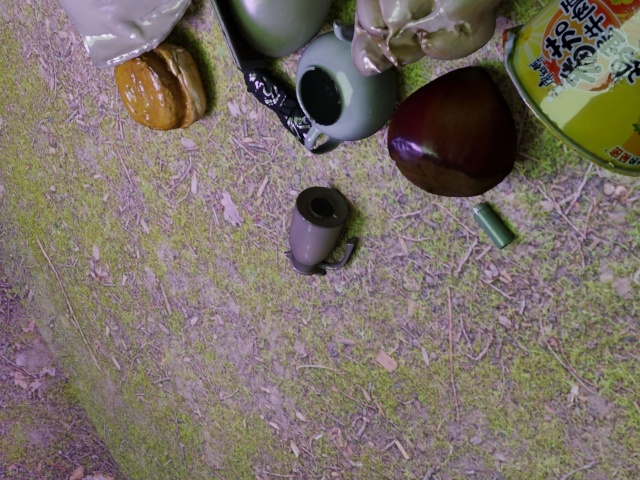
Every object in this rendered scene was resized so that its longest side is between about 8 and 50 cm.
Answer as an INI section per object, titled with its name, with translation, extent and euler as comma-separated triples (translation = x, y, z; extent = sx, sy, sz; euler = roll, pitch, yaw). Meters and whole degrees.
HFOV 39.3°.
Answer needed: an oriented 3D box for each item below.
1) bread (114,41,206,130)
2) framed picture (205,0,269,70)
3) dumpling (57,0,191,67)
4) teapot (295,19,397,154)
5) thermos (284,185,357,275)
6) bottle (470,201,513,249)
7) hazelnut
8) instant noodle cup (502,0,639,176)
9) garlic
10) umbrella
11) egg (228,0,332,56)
[bread]
translation = -0.351, -0.335, 1.949
extent = 0.236, 0.120, 0.198
euler = 14, 130, 46
[framed picture]
translation = -0.162, -0.412, 1.596
extent = 0.019, 0.296, 0.232
euler = -20, 99, 10
[dumpling]
translation = -0.392, -0.564, 1.833
extent = 0.316, 0.233, 0.395
euler = -7, 93, 18
[teapot]
translation = 0.036, -0.263, 1.544
extent = 0.193, 0.129, 0.294
euler = 43, 139, 23
[thermos]
translation = 0.000, 0.000, 1.788
extent = 0.137, 0.105, 0.193
euler = 19, 138, 1
[bottle]
translation = 0.285, -0.025, 1.491
extent = 0.083, 0.030, 0.030
euler = 53, 142, 11
[hazelnut]
translation = 0.209, -0.172, 1.382
extent = 0.208, 0.208, 0.208
euler = 27, 131, 36
[instant noodle cup]
translation = 0.384, -0.235, 1.080
extent = 0.264, 0.264, 0.200
euler = 52, 132, 12
[garlic]
translation = 0.138, -0.341, 1.302
extent = 0.281, 0.203, 0.184
euler = 1, 126, 47
[umbrella]
translation = -0.091, -0.280, 1.739
extent = 0.236, 0.059, 0.066
euler = 45, 122, 18
[egg]
translation = -0.072, -0.416, 1.523
extent = 0.183, 0.183, 0.217
euler = 36, 125, 29
